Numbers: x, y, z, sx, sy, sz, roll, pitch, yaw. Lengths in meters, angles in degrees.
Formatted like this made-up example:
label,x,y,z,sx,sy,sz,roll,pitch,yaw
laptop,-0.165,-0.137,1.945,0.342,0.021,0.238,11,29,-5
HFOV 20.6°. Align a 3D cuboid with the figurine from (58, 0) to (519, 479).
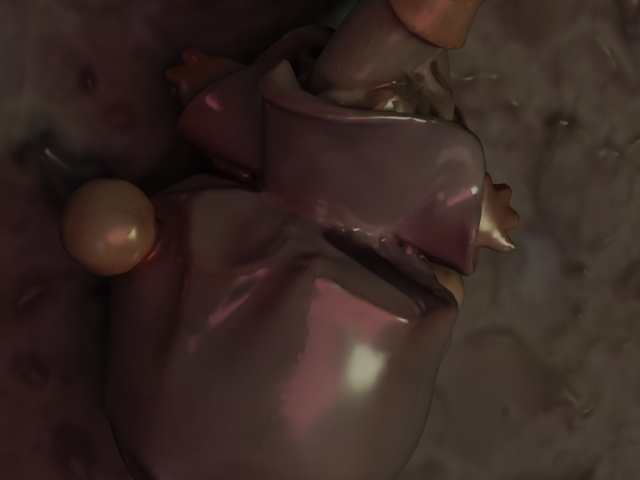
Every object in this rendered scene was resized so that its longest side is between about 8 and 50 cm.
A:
label,x,y,z,sx,sy,sz,roll,pitch,yaw
figurine,0.000,0.001,0.698,0.200,0.133,0.276,11,104,-39
